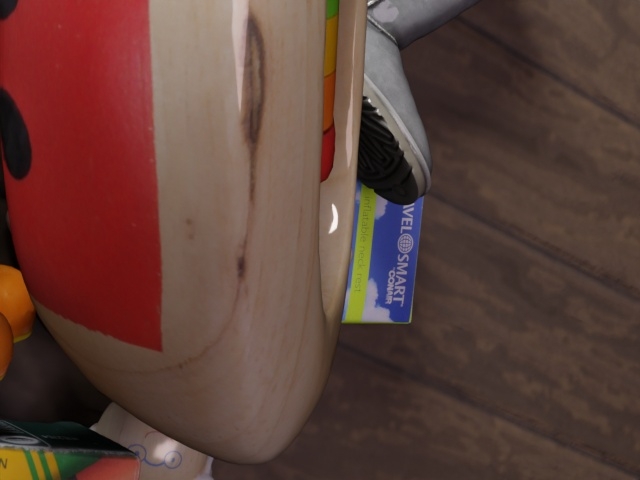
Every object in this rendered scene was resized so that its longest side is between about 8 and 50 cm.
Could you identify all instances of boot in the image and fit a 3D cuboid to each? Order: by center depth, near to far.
[{"bbox_3d":[0.076,-0.148,1.275,0.208,0.076,0.189,-34,94,-31],"label":"boot"}]

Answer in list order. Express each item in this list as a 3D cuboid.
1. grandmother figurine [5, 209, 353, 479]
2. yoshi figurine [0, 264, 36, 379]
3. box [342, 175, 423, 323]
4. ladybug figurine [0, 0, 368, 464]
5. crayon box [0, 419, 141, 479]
[{"bbox_3d":[-0.088,0.015,1.171,0.208,0.104,0.342,9,93,5],"label":"grandmother figurine"},{"bbox_3d":[-0.201,-0.110,1.048,0.203,0.203,0.362,-18,105,-48],"label":"yoshi figurine"},{"bbox_3d":[0.000,0.000,1.283,0.178,0.042,0.109,2,97,-34],"label":"box"},{"bbox_3d":[-0.065,-0.107,0.973,0.162,0.305,0.449,5,106,6],"label":"ladybug figurine"},{"bbox_3d":[-0.226,0.255,1.050,0.202,0.081,0.318,8,94,-36],"label":"crayon box"}]
